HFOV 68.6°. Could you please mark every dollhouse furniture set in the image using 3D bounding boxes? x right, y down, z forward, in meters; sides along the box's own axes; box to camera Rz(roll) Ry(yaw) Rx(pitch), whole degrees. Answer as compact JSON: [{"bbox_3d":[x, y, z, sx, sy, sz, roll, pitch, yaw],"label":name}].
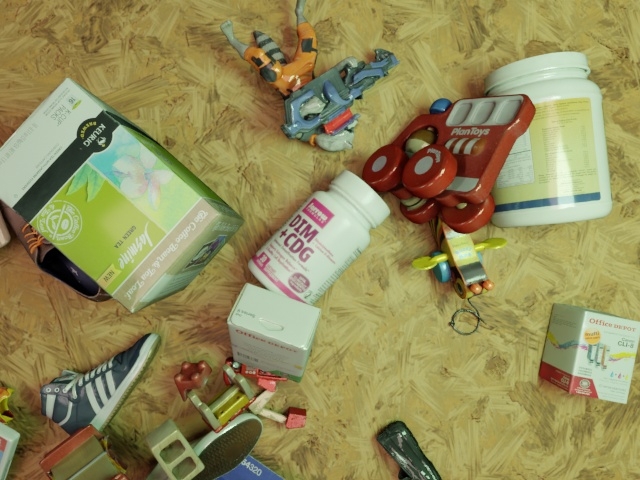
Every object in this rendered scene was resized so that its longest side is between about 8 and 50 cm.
[{"bbox_3d":[-0.318,0.400,0.924,0.374,0.201,0.152,-36,122,-28],"label":"dollhouse furniture set"}]

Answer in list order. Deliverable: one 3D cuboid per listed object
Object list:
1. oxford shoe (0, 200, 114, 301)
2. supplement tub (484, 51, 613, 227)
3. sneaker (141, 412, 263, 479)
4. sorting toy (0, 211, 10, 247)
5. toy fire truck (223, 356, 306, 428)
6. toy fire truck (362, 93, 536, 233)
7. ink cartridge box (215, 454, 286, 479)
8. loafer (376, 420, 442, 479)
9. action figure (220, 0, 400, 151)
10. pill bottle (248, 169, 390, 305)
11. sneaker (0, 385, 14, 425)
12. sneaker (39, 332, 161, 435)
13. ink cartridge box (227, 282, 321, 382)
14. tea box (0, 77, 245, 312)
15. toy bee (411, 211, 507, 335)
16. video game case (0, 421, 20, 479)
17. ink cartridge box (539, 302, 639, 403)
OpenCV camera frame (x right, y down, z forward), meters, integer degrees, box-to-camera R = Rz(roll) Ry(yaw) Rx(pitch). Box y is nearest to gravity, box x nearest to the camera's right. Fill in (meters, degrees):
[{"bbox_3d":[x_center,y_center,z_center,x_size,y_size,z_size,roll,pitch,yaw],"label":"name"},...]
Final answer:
[{"bbox_3d":[-0.552,-0.015,0.968,0.364,0.133,0.130,41,90,-2],"label":"oxford shoe"},{"bbox_3d":[0.450,-0.191,0.956,0.229,0.228,0.315,-6,90,-2],"label":"supplement tub"},{"bbox_3d":[-0.263,0.452,0.997,0.290,0.123,0.105,-35,119,-16],"label":"sneaker"},{"bbox_3d":[-0.745,-0.048,0.970,0.208,0.038,0.192,-20,91,26],"label":"sorting toy"},{"bbox_3d":[-0.121,0.332,1.029,0.192,0.047,0.135,7,90,-2],"label":"toy fire truck"},{"bbox_3d":[0.242,-0.170,0.930,0.169,0.302,0.253,35,82,-32],"label":"toy fire truck"},{"bbox_3d":[-0.147,0.661,0.973,0.324,0.071,0.329,26,90,17],"label":"ink cartridge box"},{"bbox_3d":[0.208,0.506,1.033,0.078,0.076,0.223,-35,87,4],"label":"loafer"},{"bbox_3d":[-0.007,-0.345,1.004,0.341,0.179,0.330,-32,99,-28],"label":"action figure"},{"bbox_3d":[0.000,0.000,0.975,0.160,0.160,0.283,43,89,-2],"label":"pill bottle"},{"bbox_3d":[-0.702,0.401,1.004,0.068,0.064,0.174,13,94,-15],"label":"sneaker"},{"bbox_3d":[-0.471,0.287,0.991,0.153,0.099,0.282,35,92,-4],"label":"sneaker"},{"bbox_3d":[-0.092,0.190,0.929,0.155,0.212,0.093,18,59,5],"label":"ink cartridge box"},{"bbox_3d":[-0.344,-0.069,0.877,0.324,0.329,0.220,41,89,-1],"label":"tea box"},{"bbox_3d":[0.313,0.052,0.988,0.195,0.162,0.298,-37,92,-3],"label":"toy bee"},{"bbox_3d":[-0.742,0.447,0.963,0.204,0.025,0.285,30,111,1],"label":"video game case"},{"bbox_3d":[0.579,0.237,1.014,0.128,0.127,0.176,11,89,-2],"label":"ink cartridge box"}]
